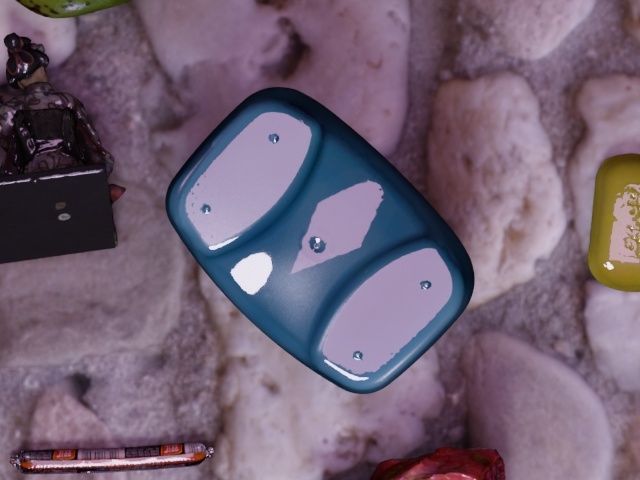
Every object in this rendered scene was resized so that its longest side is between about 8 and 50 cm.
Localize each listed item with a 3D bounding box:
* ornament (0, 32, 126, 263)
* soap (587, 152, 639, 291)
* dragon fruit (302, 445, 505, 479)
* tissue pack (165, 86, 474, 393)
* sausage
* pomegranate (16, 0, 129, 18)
[{"bbox_3d":[-0.279,-0.101,1.673,0.166,0.153,0.196,-7,63,-7],"label":"ornament"},{"bbox_3d":[0.316,-0.018,1.736,0.089,0.045,0.140,6,85,-1],"label":"soap"},{"bbox_3d":[0.073,0.277,1.649,0.211,0.134,0.262,11,121,9],"label":"dragon fruit"},{"bbox_3d":[0.000,0.000,1.634,0.287,0.206,0.198,42,92,0],"label":"tissue pack"},{"bbox_3d":[-0.202,0.212,1.681,0.198,0.025,0.028,-3,55,-6],"label":"sausage"},{"bbox_3d":[-0.237,-0.339,1.644,0.214,0.214,0.248,-18,54,-6],"label":"pomegranate"}]
